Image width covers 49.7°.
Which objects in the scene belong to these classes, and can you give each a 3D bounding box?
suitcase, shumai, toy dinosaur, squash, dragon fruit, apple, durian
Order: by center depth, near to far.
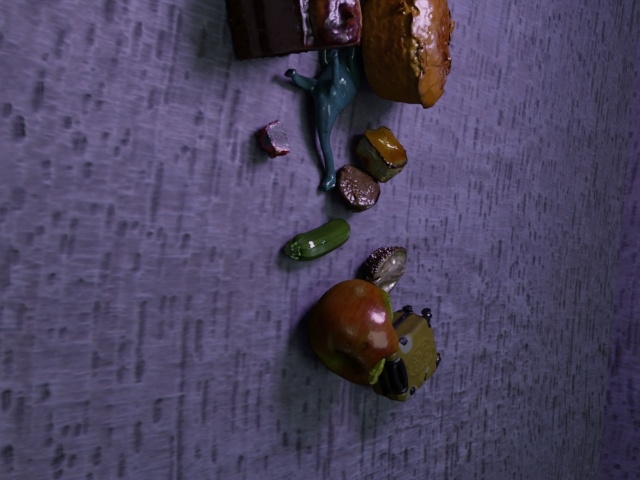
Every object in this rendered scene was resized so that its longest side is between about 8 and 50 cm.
[{"bbox_3d":[-0.112,-0.224,1.566,0.056,0.060,0.083,-15,79,-38],"label":"dragon fruit"},{"bbox_3d":[0.000,0.000,1.701,0.219,0.077,0.068,-22,151,-41],"label":"squash"},{"bbox_3d":[0.097,0.218,1.709,0.226,0.246,0.246,-58,132,-35],"label":"apple"},{"bbox_3d":[0.060,-0.356,1.719,0.384,0.129,0.331,-54,140,-29],"label":"toy dinosaur"},{"bbox_3d":[0.088,-0.122,1.772,0.123,0.139,0.105,20,113,-18],"label":"shumai"},{"bbox_3d":[0.171,0.076,1.881,0.188,0.091,0.149,2,106,-50],"label":"durian"},{"bbox_3d":[0.219,0.313,1.921,0.234,0.143,0.194,-35,120,-40],"label":"suitcase"}]

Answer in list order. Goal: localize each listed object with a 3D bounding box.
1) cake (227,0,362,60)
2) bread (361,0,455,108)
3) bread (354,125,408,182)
[{"bbox_3d":[-0.039,-0.487,1.436,0.196,0.292,0.199,-15,106,-40],"label":"cake"},{"bbox_3d":[0.220,-0.511,1.718,0.358,0.204,0.337,-60,152,-54],"label":"bread"},{"bbox_3d":[0.163,-0.229,1.808,0.140,0.069,0.128,52,44,7],"label":"bread"}]
